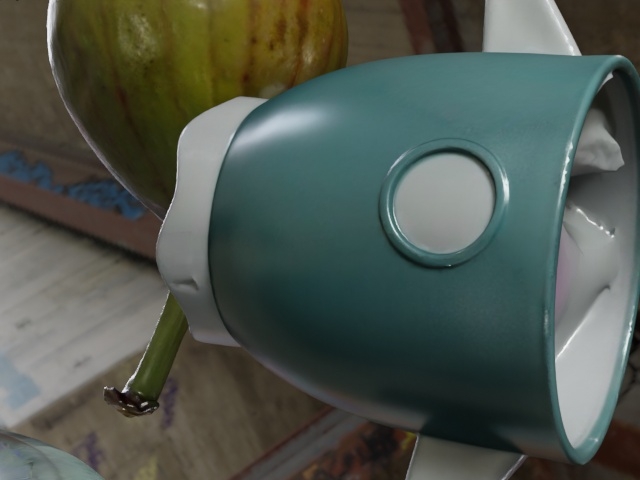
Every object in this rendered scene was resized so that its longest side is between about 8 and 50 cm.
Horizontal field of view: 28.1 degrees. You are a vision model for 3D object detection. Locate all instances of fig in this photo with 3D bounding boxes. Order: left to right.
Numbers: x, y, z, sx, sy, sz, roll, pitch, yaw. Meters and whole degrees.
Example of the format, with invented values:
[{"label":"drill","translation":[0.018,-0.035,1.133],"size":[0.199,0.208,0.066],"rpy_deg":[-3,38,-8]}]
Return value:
[{"label":"fig","translation":[-0.056,-0.037,0.648],"size":[0.151,0.151,0.259],"rpy_deg":[5,-80,57]}]

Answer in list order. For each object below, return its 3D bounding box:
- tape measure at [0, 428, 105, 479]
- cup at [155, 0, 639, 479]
[{"label":"tape measure","translation":[-0.187,0.157,0.405],"size":[0.256,0.275,0.147],"rpy_deg":[-98,-174,-78]},{"label":"cup","translation":[0.034,0.000,0.525],"size":[0.173,0.299,0.167],"rpy_deg":[6,-11,25]}]
